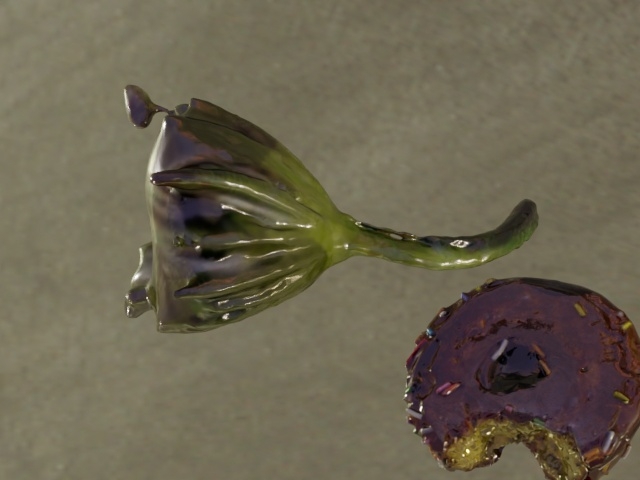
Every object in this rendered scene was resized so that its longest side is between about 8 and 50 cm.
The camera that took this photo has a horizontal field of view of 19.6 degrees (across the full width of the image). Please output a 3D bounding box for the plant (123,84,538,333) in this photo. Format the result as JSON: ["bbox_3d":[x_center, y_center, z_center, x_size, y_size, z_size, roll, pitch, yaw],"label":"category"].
[{"bbox_3d":[0.006,-0.031,1.438,0.333,0.251,0.180,-3,117,4],"label":"plant"}]

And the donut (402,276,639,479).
[{"bbox_3d":[0.195,0.140,1.750,0.230,0.096,0.216,-7,51,9],"label":"donut"}]
